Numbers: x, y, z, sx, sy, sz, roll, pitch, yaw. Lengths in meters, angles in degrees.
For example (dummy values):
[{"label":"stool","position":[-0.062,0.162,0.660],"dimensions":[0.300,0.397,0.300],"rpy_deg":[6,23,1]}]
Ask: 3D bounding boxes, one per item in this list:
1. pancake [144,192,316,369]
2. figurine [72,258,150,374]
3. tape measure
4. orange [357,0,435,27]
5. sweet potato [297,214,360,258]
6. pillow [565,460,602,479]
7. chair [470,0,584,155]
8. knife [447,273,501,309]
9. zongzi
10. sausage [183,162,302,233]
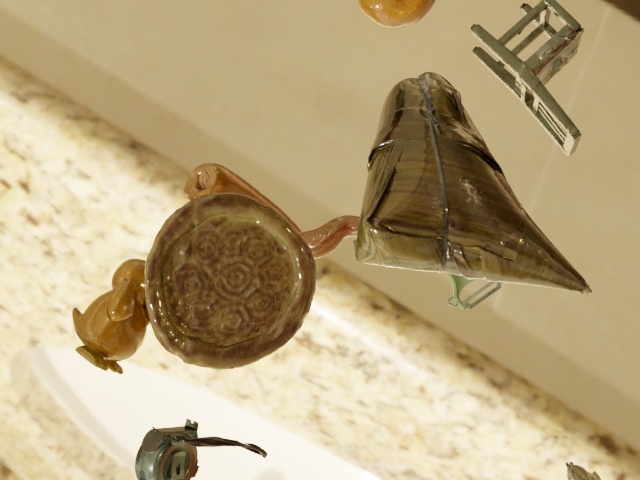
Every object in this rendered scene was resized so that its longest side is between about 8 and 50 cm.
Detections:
[{"label":"pancake","position":[-0.126,0.058,1.236],"dimensions":[0.250,0.250,0.031],"rpy_deg":[35,178,-6]},{"label":"figurine","position":[-0.420,0.160,1.883],"dimensions":[0.215,0.228,0.215],"rpy_deg":[58,177,5]},{"label":"tape measure","position":[-0.179,0.334,1.300],"dimensions":[0.180,0.107,0.104],"rpy_deg":[8,180,21]},{"label":"orange","position":[0.141,-0.479,1.641],"dimensions":[0.159,0.136,0.159],"rpy_deg":[-2,122,-4]},{"label":"sweet potato","position":[0.001,0.000,1.570],"dimensions":[0.202,0.055,0.058],"rpy_deg":[-19,92,23]},{"label":"pillow","position":[0.345,0.352,1.083],"dimensions":[0.050,0.148,0.230],"rpy_deg":[-22,156,14]},{"label":"chair","position":[0.401,-0.303,1.534],"dimensions":[0.270,0.147,0.136],"rpy_deg":[50,-177,14]},{"label":"knife","position":[0.141,0.014,1.065],"dimensions":[0.166,0.078,0.022],"rpy_deg":[48,152,24]},{"label":"zongzi","position":[0.167,-0.063,0.913],"dimensions":[0.242,0.221,0.112],"rpy_deg":[10,155,4]},{"label":"sausage","position":[-0.150,-0.048,1.972],"dimensions":[0.134,0.116,0.354],"rpy_deg":[-11,144,38]}]
